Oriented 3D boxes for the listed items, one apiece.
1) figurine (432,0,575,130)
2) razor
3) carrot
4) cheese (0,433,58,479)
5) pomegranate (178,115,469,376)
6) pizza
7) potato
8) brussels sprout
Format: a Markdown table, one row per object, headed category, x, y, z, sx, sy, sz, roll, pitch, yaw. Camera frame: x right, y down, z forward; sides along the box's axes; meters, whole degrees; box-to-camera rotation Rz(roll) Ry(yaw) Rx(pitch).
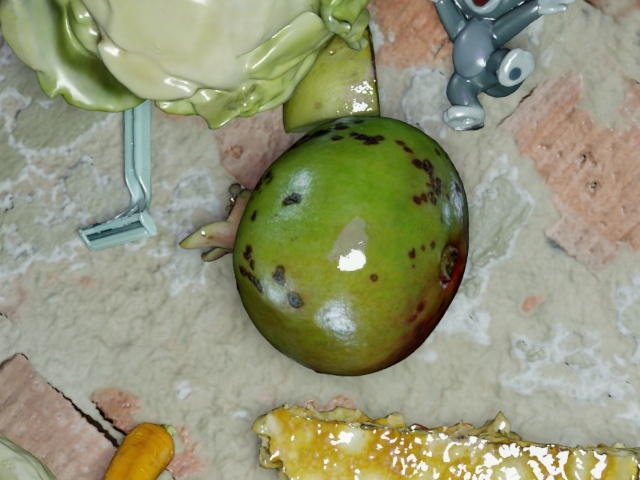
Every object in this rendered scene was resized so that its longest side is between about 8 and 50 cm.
| category | x | y | z | sx | sy | sz | roll | pitch | yaw |
| --- | --- | --- | --- | --- | --- | --- | --- | --- | --- |
| figurine | 0.221 | -0.261 | 1.694 | 0.193 | 0.140 | 0.265 | 2 | 88 | 29 |
| razor | -0.228 | -0.126 | 1.742 | 0.111 | 0.056 | 0.278 | -13 | 64 | 38 |
| carrot | -0.234 | 0.297 | 1.581 | 0.061 | 0.061 | 0.256 | 24 | 51 | 10 |
| cheese | -0.421 | 0.360 | 1.595 | 0.326 | 0.115 | 0.318 | 17 | 77 | 10 |
| pomegranate | 0.011 | -0.017 | 1.583 | 0.323 | 0.291 | 0.291 | 36 | 81 | 21 |
| pizza | 0.108 | 0.302 | 1.562 | 0.406 | 0.130 | 0.440 | 41 | 93 | 14 |
| potato | 0.006 | -0.209 | 1.725 | 0.120 | 0.081 | 0.149 | -7 | 75 | 1 |
| brussels sprout | -0.138 | -0.337 | 1.640 | 0.425 | 0.361 | 0.342 | 6 | 120 | 0 |
